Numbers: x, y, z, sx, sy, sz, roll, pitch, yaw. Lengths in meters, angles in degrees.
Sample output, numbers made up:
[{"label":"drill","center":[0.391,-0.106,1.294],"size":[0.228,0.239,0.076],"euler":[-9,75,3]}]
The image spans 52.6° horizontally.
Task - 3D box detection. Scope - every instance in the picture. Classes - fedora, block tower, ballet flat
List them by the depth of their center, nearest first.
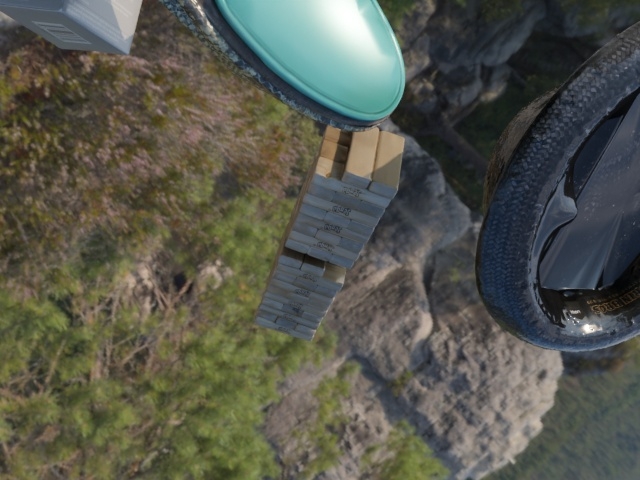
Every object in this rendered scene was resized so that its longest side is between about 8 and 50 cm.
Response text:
[{"label":"ballet flat","center":[-0.118,-0.273,0.583],"size":[0.483,0.182,0.164],"euler":[37,74,-34]},{"label":"fedora","center":[0.263,-0.063,0.610],"size":[0.334,0.152,0.334],"euler":[-9,120,-16]},{"label":"block tower","center":[0.000,0.000,0.822],"size":[0.335,0.091,0.097],"euler":[116,-9,-48]}]

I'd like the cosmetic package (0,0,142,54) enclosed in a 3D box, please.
[{"label":"cosmetic package","center":[-0.248,-0.335,0.690],"size":[0.127,0.107,0.237],"euler":[22,79,-73]}]
